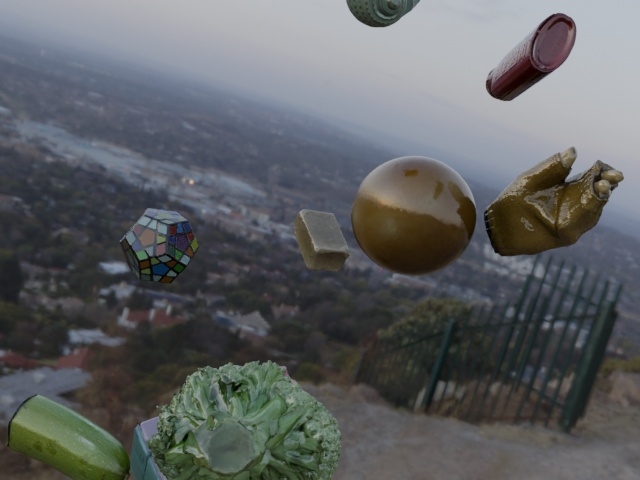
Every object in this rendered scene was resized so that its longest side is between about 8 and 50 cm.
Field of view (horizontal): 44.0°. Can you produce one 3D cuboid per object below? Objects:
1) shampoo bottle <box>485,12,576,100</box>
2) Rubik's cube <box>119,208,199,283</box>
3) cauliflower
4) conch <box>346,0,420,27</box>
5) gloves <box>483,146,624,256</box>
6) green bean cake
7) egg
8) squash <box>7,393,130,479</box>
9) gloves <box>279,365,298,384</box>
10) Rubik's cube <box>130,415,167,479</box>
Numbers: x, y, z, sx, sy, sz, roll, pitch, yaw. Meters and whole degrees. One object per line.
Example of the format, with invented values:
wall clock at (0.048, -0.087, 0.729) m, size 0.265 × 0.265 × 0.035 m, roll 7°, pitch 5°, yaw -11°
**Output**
shampoo bottle at (0.398, -0.341, 1.544) m, size 0.076 × 0.118 × 0.314 m, roll 25°, pitch -5°, yaw -2°
Rubik's cube at (-0.274, 0.009, 1.347) m, size 0.133 × 0.133 × 0.112 m, roll 13°, pitch 44°, yaw -26°
cauliflower at (-0.128, 0.308, 1.219) m, size 0.272 × 0.275 × 0.250 m, roll 52°, pitch 1°, yaw 14°
conch at (0.128, -0.573, 1.770) m, size 0.200 × 0.172 × 0.131 m, roll 53°, pitch 0°, yaw 31°
gloves at (0.536, -0.081, 1.823) m, size 0.155 × 0.203 × 0.356 m, roll 1°, pitch -21°, yaw -39°
green bean cake at (0.000, 0.000, 2.208) m, size 0.109 × 0.085 × 0.179 m, roll 3°, pitch 41°, yaw -26°
egg at (0.213, -0.058, 1.862) m, size 0.282 × 0.282 × 0.351 m, roll 14°, pitch 3°, yaw -20°
squash at (-0.360, 0.302, 1.168) m, size 0.188 × 0.095 × 0.095 m, roll 20°, pitch 8°, yaw 15°
gloves at (-0.115, 0.483, 2.218) m, size 0.126 × 0.241 × 0.145 m, roll -9°, pitch 11°, yaw 36°
Rubik's cube at (-0.262, 0.493, 1.696) m, size 0.221 × 0.231 × 0.224 m, roll -17°, pitch 60°, yaw -28°
